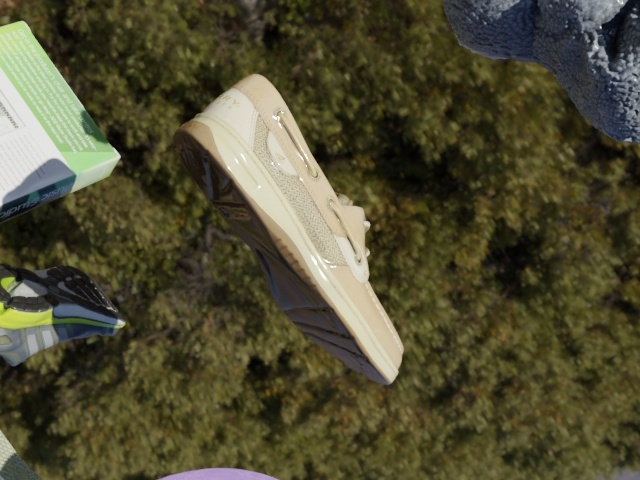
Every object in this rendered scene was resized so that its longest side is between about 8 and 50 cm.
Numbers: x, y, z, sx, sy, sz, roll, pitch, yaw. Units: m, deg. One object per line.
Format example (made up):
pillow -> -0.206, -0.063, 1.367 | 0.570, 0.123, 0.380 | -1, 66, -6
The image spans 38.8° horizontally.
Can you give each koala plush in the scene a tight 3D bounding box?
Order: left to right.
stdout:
koala plush -> 0.201, -0.200, 0.773 | 0.196, 0.221, 0.203 | 31, 77, -70

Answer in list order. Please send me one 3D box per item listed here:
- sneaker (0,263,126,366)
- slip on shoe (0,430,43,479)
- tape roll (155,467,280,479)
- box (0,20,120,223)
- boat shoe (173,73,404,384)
sneaker -> -0.386, 0.106, 1.243 | 0.121, 0.111, 0.300 | -48, 156, 13
slip on shoe -> -0.421, 0.290, 1.100 | 0.101, 0.331, 0.123 | -43, 178, 2
tape roll -> -0.101, 0.335, 0.777 | 0.275, 0.275, 0.090 | -21, 132, -12
box -> -0.440, -0.125, 1.105 | 0.322, 0.232, 0.058 | -31, 172, -38
boat shoe -> 0.000, 0.000, 0.878 | 0.110, 0.122, 0.341 | -45, 120, -22
